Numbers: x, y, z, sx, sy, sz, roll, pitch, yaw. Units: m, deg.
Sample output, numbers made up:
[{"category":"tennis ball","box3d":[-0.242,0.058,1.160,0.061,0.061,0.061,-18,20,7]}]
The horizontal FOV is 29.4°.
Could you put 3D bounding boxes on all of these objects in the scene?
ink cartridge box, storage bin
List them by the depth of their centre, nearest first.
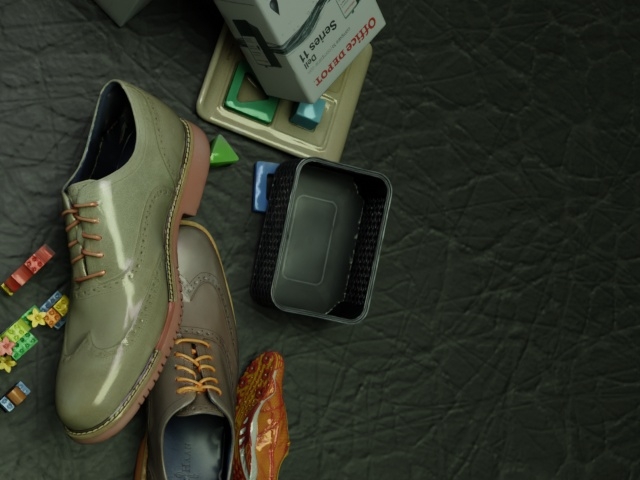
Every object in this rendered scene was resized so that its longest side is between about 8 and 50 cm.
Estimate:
[{"category":"ink cartridge box","box3d":[-0.031,-0.281,1.384,0.153,0.087,0.208,-50,135,-21]},{"category":"storage bin","box3d":[0.000,0.000,1.432,0.122,0.084,0.180,13,86,-19]}]

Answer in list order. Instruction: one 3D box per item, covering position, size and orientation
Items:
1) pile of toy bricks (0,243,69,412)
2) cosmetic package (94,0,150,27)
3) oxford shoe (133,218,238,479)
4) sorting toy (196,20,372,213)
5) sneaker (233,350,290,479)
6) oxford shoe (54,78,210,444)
[{"category":"pile of toy bricks","box3d":[-0.332,0.106,1.281,0.118,0.105,0.212,46,67,-8]},{"category":"cosmetic package","box3d":[-0.231,-0.389,1.351,0.224,0.224,0.138,44,67,-9]},{"category":"oxford shoe","box3d":[-0.135,0.149,1.338,0.130,0.133,0.364,0,80,-22]},{"category":"sorting toy","box3d":[-0.036,-0.203,1.492,0.196,0.047,0.348,22,72,-17]},{"category":"sneaker","box3d":[-0.066,0.214,1.404,0.067,0.064,0.175,19,76,-41]},{"category":"oxford shoe","box3d":[-0.229,0.014,1.281,0.146,0.140,0.397,42,44,-45]}]
